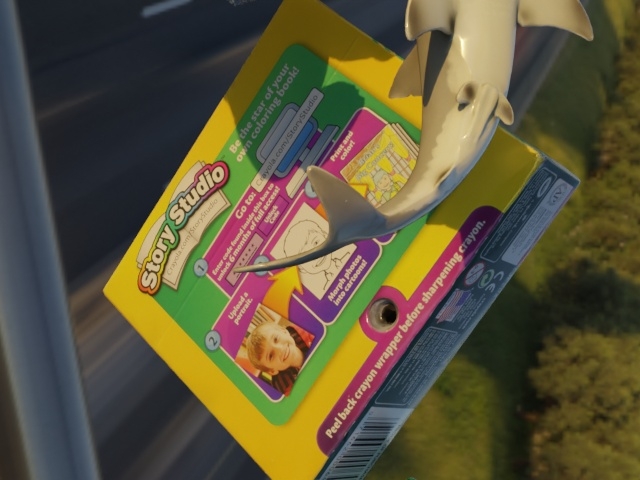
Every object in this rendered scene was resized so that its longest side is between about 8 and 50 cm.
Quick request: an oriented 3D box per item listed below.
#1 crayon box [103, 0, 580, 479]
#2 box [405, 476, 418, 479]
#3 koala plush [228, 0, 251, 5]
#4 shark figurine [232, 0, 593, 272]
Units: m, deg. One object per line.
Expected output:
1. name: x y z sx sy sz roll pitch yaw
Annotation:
1. crayon box: 0.000 0.000 0.896 0.363 0.313 0.106 -56 148 11
2. box: 0.055 0.413 0.964 0.262 0.126 0.231 -25 119 -37
3. koala plush: -0.049 -0.324 0.660 0.196 0.221 0.203 40 17 -48
4. shark figurine: 0.059 -0.087 0.580 0.166 0.116 0.278 26 71 -27
